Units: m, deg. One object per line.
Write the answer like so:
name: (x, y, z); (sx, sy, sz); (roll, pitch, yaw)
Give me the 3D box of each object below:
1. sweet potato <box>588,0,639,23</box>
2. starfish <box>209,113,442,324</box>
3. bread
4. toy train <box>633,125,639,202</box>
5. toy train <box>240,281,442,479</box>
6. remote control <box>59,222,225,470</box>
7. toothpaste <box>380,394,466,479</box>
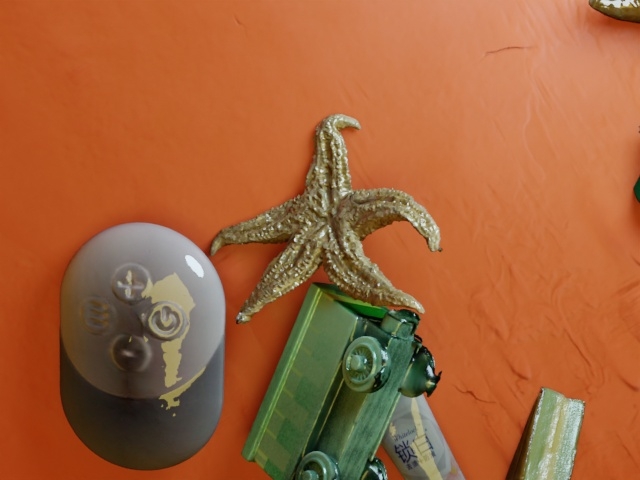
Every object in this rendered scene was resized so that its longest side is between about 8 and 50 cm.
sweet potato: (0.508, -0.298, 1.643); (0.359, 0.112, 0.112); (0, 102, -3)
starfish: (0.002, 0.001, 1.687); (0.302, 0.060, 0.299); (-26, 66, 17)
bread: (0.305, 0.280, 1.810); (0.074, 0.084, 0.139); (17, 70, -4)
toy train: (0.496, -0.078, 1.701); (0.228, 0.091, 0.136); (26, 111, -7)
toy train: (0.025, 0.205, 1.693); (0.120, 0.202, 0.301); (14, 104, -38)
remote control: (-0.232, 0.140, 1.724); (0.221, 0.103, 0.332); (4, 104, 11)
toothpaste: (0.147, 0.307, 1.791); (0.100, 0.066, 0.323); (-29, 94, 12)
